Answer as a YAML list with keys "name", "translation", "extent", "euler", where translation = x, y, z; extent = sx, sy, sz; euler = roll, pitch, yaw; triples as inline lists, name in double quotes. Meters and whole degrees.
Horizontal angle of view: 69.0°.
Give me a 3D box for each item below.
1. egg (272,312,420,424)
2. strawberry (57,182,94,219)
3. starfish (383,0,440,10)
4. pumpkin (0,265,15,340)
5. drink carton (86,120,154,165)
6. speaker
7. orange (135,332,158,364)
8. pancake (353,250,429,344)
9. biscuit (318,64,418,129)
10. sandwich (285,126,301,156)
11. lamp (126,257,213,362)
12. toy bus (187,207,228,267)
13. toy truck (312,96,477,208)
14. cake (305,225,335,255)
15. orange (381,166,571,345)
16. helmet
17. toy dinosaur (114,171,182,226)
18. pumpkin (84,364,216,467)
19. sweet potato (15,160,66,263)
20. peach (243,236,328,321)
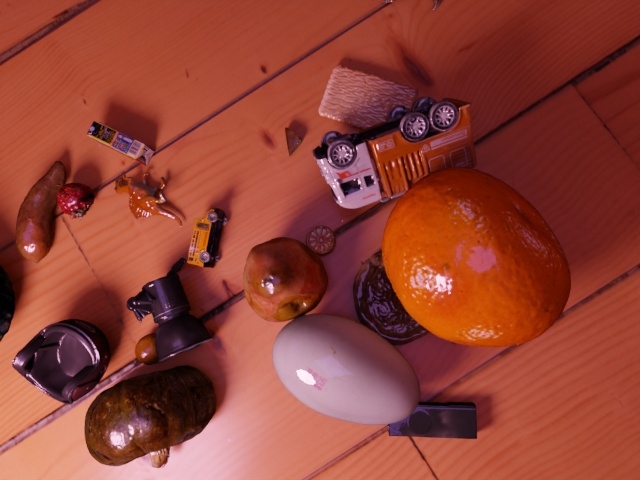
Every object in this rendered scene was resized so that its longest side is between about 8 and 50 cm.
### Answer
- name: "egg"
  translation: [0.062, 0.309, 1.113]
  extent: [0.370, 0.230, 0.230]
  euler: [23, 86, 2]
- name: "strawberry"
  translation: [-0.679, -0.118, 1.285]
  extent: [0.106, 0.106, 0.106]
  euler: [-1, 83, 4]
- name: "starfish"
  translation: [0.265, -0.751, 1.312]
  extent: [0.227, 0.043, 0.241]
  euler: [-28, 85, 3]
- name: "pumpkin"
  translation: [-0.952, 0.175, 1.210]
  extent: [0.315, 0.238, 0.315]
  euler: [0, 65, 1]
- name: "drink carton"
  translation: [-0.559, -0.274, 1.307]
  extent: [0.165, 0.071, 0.056]
  euler: [27, 83, 6]
- name: "speaker"
  translation: [0.279, 0.449, 1.172]
  extent: [0.218, 0.044, 0.082]
  euler: [1, 83, 5]
- name: "orange"
  translation: [-0.448, 0.287, 1.235]
  extent: [0.085, 0.085, 0.085]
  euler: [-1, 83, 4]
- name: "pancake"
  translation: [0.205, 0.149, 1.219]
  extent: [0.249, 0.031, 0.250]
  euler: [0, 85, 1]
- name: "biscuit"
  translation: [0.132, -0.381, 1.286]
  extent: [0.249, 0.030, 0.160]
  euler: [18, 85, 6]
- name: "sandwich"
  translation: [-0.074, -0.277, 1.290]
  extent: [0.044, 0.031, 0.083]
  euler: [-11, 85, 7]
- name: "lamp"
  translation: [-0.394, 0.181, 1.200]
  extent: [0.172, 0.147, 0.228]
  euler: [-20, 81, -32]
- name: "toy bus"
  translation: [-0.307, -0.010, 1.258]
  extent: [0.074, 0.069, 0.162]
  euler: [10, 87, 16]
- name: "toy truck"
  translation: [0.187, -0.215, 1.183]
  extent: [0.387, 0.173, 0.207]
  euler: [-20, 112, 2]
- name: "cake"
  translation: [0.000, 0.000, 1.246]
  extent: [0.084, 0.044, 0.084]
  euler: [0, 85, 4]
- name: "orange"
  translation: [0.336, 0.044, 1.049]
  extent: [0.424, 0.424, 0.326]
  euler: [48, 122, 8]
- name: "helmet"
  translation: [-0.642, 0.304, 1.185]
  extent: [0.189, 0.193, 0.216]
  euler: [29, 100, 4]
- name: "toy dinosaur"
  translation: [-0.487, -0.107, 1.292]
  extent: [0.142, 0.057, 0.212]
  euler: [-27, 81, 12]
- name: "pumpkin"
  translation: [-0.436, 0.454, 1.140]
  extent: [0.324, 0.232, 0.242]
  euler: [-24, 85, 5]
- name: "sweet potato"
  translation: [-0.782, -0.084, 1.294]
  extent: [0.097, 0.097, 0.292]
  euler: [8, 82, 5]
- name: "peach"
  translation: [-0.099, 0.097, 1.151]
  extent: [0.214, 0.235, 0.214]
  euler: [-2, 81, 14]
